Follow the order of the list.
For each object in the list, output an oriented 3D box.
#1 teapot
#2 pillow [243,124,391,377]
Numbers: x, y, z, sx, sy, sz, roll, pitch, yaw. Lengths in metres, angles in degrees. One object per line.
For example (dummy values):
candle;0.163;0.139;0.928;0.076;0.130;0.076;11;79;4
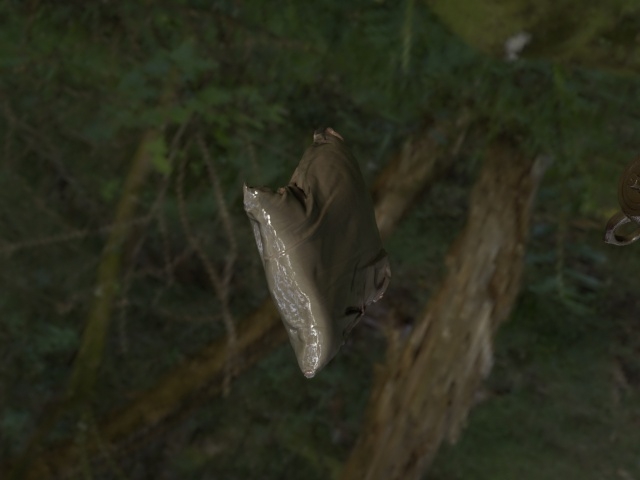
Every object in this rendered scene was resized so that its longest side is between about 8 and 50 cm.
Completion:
teapot;0.292;-0.039;1.354;0.068;0.076;0.121;17;127;-34
pillow;0.000;0.000;1.368;0.067;0.270;0.173;-18;99;20
